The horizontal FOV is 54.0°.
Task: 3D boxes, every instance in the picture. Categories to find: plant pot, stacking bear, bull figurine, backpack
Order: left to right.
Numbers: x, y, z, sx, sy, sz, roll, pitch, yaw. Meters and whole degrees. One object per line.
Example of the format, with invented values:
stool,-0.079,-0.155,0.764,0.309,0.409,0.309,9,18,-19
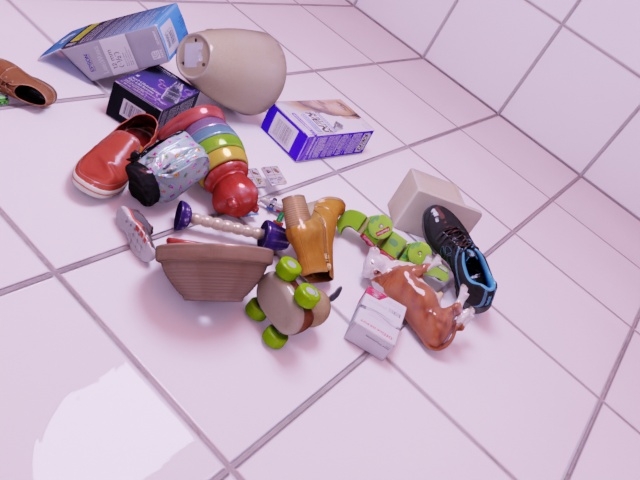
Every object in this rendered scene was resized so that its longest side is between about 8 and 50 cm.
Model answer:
backpack,-0.348,-0.165,1.443,0.115,0.152,0.182,46,63,7
plant pot,-0.215,0.069,1.274,0.237,0.237,0.109,5,82,-33
stacking bear,-0.252,-0.181,1.567,0.289,0.164,0.175,59,20,21
plant pot,-0.280,-0.508,1.821,0.256,0.256,0.274,46,24,20
bull figurine,0.245,0.127,1.579,0.188,0.101,0.310,-31,71,-12

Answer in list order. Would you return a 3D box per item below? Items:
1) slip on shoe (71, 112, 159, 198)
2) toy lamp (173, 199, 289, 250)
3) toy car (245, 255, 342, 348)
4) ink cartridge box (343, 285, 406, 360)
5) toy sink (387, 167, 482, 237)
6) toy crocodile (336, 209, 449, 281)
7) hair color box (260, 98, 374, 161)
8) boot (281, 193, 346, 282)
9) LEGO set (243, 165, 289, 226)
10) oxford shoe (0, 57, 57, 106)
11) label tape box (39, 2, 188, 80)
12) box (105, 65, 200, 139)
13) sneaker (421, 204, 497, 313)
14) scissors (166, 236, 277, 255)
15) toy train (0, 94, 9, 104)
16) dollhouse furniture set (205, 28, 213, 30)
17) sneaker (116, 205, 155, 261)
slip on shoe,-0.476,-0.208,1.480,0.123,0.101,0.331,30,35,-5
toy lamp,-0.202,-0.028,1.483,0.275,0.080,0.080,11,39,-23
toy car,-0.035,0.132,1.353,0.188,0.155,0.149,3,43,-49
ink cartridge box,0.129,0.192,1.468,0.109,0.063,0.150,31,35,0
toy sink,0.349,-0.100,1.928,0.234,0.152,0.131,17,36,-18
toy crocodile,0.201,0.018,1.714,0.341,0.105,0.115,34,-2,-5
hair color box,-0.003,-0.363,2.034,0.185,0.110,0.339,46,35,23
boot,0.001,0.000,1.568,0.295,0.104,0.211,-1,75,-64
LEGO set,-0.151,-0.098,1.659,0.182,0.060,0.244,-10,49,-28
oxford shoe,-0.746,-0.382,1.503,0.212,0.076,0.076,21,20,-15
label tape box,-0.575,-0.555,1.784,0.348,0.115,0.249,-12,32,10
box,-0.450,-0.376,1.706,0.153,0.108,0.207,32,34,2
sneaker,0.395,0.027,1.742,0.125,0.139,0.340,-20,65,-13
scissors,-0.207,0.022,1.420,0.297,0.021,0.109,10,-4,-32
toy train,-0.769,-0.328,1.475,0.017,0.023,0.083,41,36,14
dollhouse furniture set,-0.305,-0.605,2.058,0.101,0.161,0.182,41,36,14
sneaker,-0.381,-0.020,1.353,0.065,0.061,0.158,-2,46,-48
